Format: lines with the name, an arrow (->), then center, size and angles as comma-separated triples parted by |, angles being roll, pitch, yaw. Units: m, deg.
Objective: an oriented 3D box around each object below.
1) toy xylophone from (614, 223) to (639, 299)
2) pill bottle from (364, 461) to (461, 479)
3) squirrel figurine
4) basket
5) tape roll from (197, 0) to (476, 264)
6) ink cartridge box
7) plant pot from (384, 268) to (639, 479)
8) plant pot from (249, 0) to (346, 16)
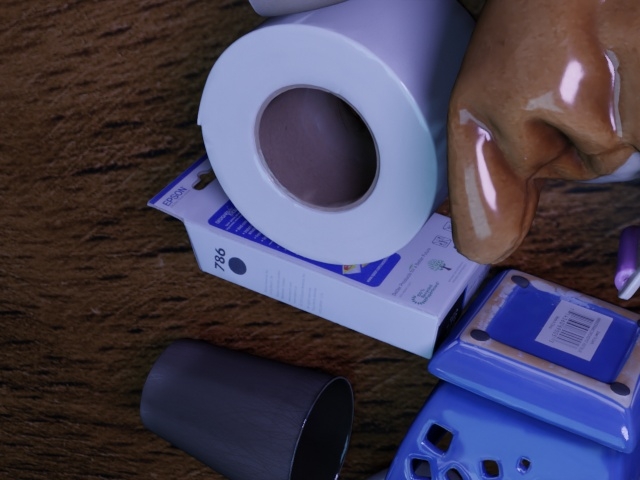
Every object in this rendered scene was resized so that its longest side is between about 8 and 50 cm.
toy xylophone -> 0.403, 0.050, 0.977 | 0.322, 0.236, 0.081 | 22, 119, 15
pill bottle -> 0.145, 0.441, 1.417 | 0.181, 0.181, 0.323 | -12, 112, 36
squirrel figurine -> 0.308, -0.166, 0.833 | 0.370, 0.281, 0.397 | 11, 113, 43
basket -> -0.094, 0.218, 1.443 | 0.227, 0.154, 0.204 | 19, 126, 24
tape roll -> 0.031, -0.121, 1.126 | 0.246, 0.169, 0.246 | 16, 127, 23
ink cartridge box -> 0.000, 0.000, 1.228 | 0.332, 0.165, 0.065 | 22, 130, 18
plant pot -> 0.220, 0.173, 1.171 | 0.236, 0.236, 0.212 | 20, 121, 19
plant pot -> 0.041, -0.327, 0.942 | 0.191, 0.284, 0.284 | -1, 121, 8
